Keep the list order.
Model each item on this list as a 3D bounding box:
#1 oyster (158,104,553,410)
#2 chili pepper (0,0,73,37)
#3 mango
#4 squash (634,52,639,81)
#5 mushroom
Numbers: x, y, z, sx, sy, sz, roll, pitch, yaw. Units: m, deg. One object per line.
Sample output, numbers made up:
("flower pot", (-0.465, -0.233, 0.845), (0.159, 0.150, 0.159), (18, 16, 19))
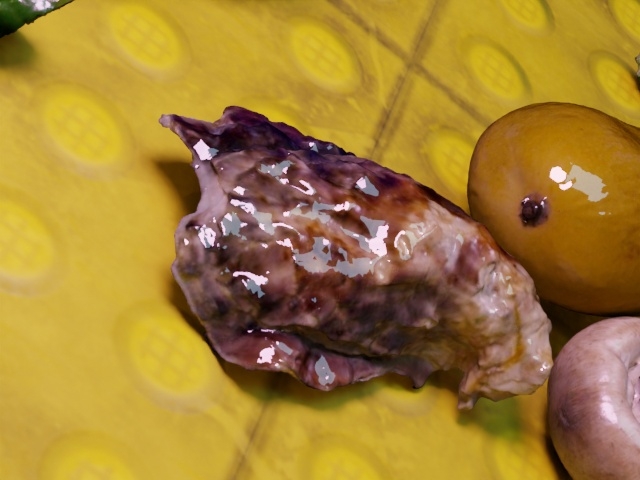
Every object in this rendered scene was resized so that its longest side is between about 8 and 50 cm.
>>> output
("oyster", (0.021, 0.010, 1.232), (0.271, 0.100, 0.275), (-18, 82, -30))
("chili pepper", (-0.265, -0.243, 1.199), (0.253, 0.099, 0.083), (50, 37, 3))
("mango", (0.237, -0.023, 1.429), (0.331, 0.142, 0.195), (2, 44, -52))
("squash", (0.401, -0.137, 1.750), (0.219, 0.068, 0.077), (24, 48, -25))
("mushroom", (0.250, 0.134, 1.326), (0.166, 0.127, 0.166), (24, 47, -29))
